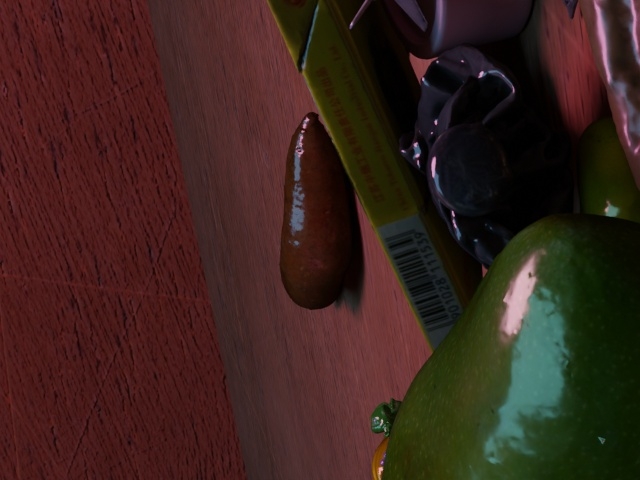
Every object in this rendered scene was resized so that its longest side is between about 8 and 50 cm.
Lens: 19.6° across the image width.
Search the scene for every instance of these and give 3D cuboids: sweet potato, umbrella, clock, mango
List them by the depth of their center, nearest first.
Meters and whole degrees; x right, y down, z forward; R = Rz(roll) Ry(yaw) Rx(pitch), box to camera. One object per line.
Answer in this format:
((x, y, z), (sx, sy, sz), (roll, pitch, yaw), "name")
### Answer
((0.141, 0.128, 1.027), (0.225, 0.201, 0.382), (44, 150, 34), "mango")
((0.174, -0.029, 1.066), (0.108, 0.056, 0.073), (-108, 12, -52), "mango")
((0.105, -0.048, 1.136), (0.143, 0.094, 0.349), (54, -175, 3), "umbrella")
((0.080, -0.226, 1.262), (0.197, 0.068, 0.197), (166, 90, -80), "clock")
((-0.001, 0.008, 1.986), (0.346, 0.079, 0.108), (90, -169, -56), "sweet potato")

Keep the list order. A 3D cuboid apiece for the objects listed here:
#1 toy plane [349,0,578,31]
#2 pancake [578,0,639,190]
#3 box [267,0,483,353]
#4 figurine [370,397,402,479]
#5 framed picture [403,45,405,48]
((0.079, -0.226, 1.119), (0.226, 0.226, 0.058), (-58, -1, 28), "toy plane")
((0.186, -0.119, 0.909), (0.294, 0.049, 0.294), (166, 90, -81), "pancake")
((0.041, -0.096, 1.329), (0.187, 0.047, 0.335), (-84, -28, -59), "box")
((0.091, 0.219, 1.705), (0.115, 0.095, 0.156), (70, -179, -83), "figurine")
((0.037, -0.188, 1.681), (0.173, 0.010, 0.231), (86, 165, -45), "framed picture")
